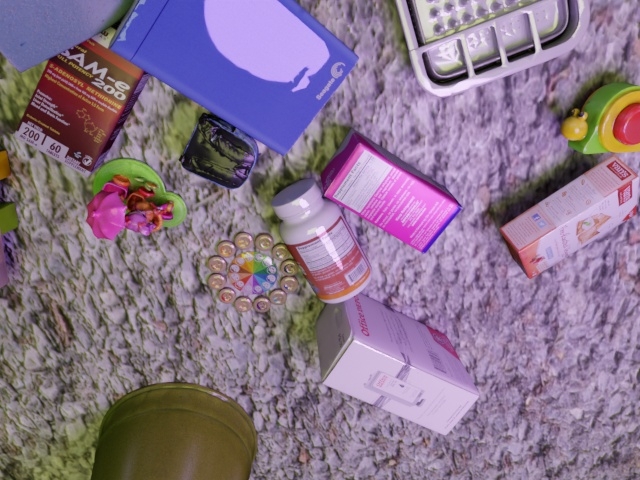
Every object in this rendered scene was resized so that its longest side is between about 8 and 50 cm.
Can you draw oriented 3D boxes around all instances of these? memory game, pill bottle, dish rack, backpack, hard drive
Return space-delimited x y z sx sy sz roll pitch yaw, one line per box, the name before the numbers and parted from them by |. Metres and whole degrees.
memory game | -0.135 0.067 1.013 0.186 0.012 0.186 -2 115 -4
pill bottle | 0.000 0.000 0.932 0.121 0.121 0.216 -26 113 8
dish rack | 0.245 -0.421 0.782 0.286 0.072 0.332 -19 115 6
backpack | -0.166 -0.151 0.869 0.114 0.084 0.105 28 110 -11
hard drive | -0.118 -0.289 0.774 0.319 0.040 0.210 27 112 -37

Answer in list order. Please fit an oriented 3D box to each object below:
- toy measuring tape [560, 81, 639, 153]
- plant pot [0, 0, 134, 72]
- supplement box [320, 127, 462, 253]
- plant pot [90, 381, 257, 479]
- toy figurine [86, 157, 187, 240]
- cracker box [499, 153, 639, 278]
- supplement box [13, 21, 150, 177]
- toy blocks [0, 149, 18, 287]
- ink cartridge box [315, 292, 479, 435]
toy measuring tape | 0.573 -0.220 0.885 0.331 0.121 0.121 -6 115 -11
plant pot | -0.346 -0.409 0.629 0.252 0.248 0.247 -26 89 -13
supplement box | 0.121 -0.089 0.905 0.220 0.111 0.114 30 110 -16
plant pot | -0.321 0.553 1.038 0.367 0.353 0.366 -2 115 -4
toy figurine | -0.325 -0.046 0.865 0.173 0.159 0.130 26 110 -16
cracker box | 0.463 -0.036 0.941 0.232 0.067 0.156 -36 145 12
supplement box | -0.375 -0.239 0.820 0.130 0.073 0.239 31 108 -16
toy blocks | -0.696 -0.051 0.847 0.261 0.190 0.381 7 114 5
ink cartridge box | 0.139 0.228 1.001 0.283 0.207 0.117 27 108 -15
